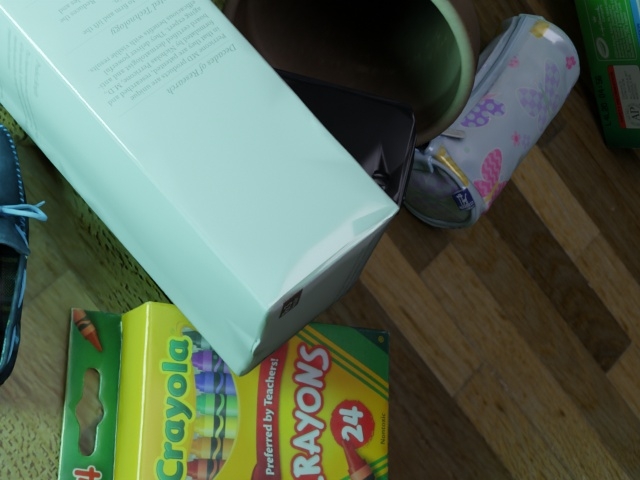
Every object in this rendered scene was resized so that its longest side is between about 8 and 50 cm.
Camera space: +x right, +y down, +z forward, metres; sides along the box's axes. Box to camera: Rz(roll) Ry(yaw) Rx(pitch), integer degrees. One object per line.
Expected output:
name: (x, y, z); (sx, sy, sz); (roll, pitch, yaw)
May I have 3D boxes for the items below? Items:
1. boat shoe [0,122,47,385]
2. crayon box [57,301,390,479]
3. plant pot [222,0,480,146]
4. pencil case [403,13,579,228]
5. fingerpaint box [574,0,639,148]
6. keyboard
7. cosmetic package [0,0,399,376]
boat shoe: (-0.292, 0.009, 1.157); (0.109, 0.089, 0.258); (-3, 79, -30)
crayon box: (-0.085, 0.174, 1.238); (0.318, 0.081, 0.202); (8, 74, -27)
plant pot: (0.055, -0.260, 1.349); (0.263, 0.263, 0.229); (37, 46, -17)
pencil case: (0.186, -0.137, 1.448); (0.273, 0.113, 0.124); (-50, 123, -30)
fingerpaint box: (0.476, -0.383, 1.578); (0.371, 0.163, 0.445); (-29, 112, -31)
keyboard: (-0.070, -0.078, 1.270); (0.317, 0.033, 0.202); (14, 73, 1)
cosmetic package: (-0.127, -0.086, 1.137); (0.156, 0.217, 0.385); (-40, 83, -21)
